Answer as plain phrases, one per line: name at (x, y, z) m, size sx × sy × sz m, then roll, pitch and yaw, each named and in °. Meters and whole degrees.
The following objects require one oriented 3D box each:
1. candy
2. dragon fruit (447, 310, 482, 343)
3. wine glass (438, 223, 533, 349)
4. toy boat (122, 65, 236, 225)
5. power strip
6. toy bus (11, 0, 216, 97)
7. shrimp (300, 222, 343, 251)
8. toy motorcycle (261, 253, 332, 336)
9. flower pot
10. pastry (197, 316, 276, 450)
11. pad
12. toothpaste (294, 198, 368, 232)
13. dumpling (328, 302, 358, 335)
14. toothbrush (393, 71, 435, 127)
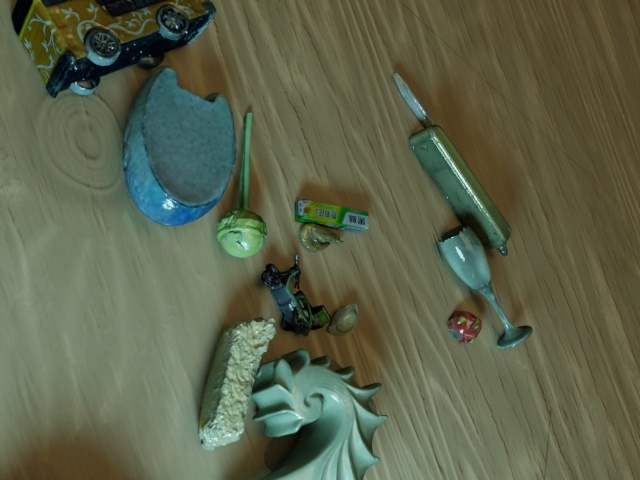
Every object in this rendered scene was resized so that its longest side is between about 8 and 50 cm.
candy at (-0.152, -0.122, 1.489) m, size 0.092 × 0.093 × 0.335 m, roll 28°, pitch 54°, yaw -42°
dragon fruit at (0.347, 0.208, 1.753) m, size 0.083 × 0.060 × 0.056 m, roll 54°, pitch 50°, yaw -13°
wine glass at (0.453, 0.069, 1.844) m, size 0.264 × 0.096 × 0.309 m, roll -36°, pitch 97°, yaw -35°
toy boat at (-0.278, -0.169, 1.403) m, size 0.215 × 0.123 × 0.330 m, roll 23°, pitch 53°, yaw -37°
power strip at (0.361, -0.118, 1.837) m, size 0.066 × 0.092 × 0.387 m, roll -43°, pitch 103°, yaw -33°
toy bus at (-0.375, -0.410, 1.354) m, size 0.323 × 0.162 × 0.194 m, roll -34°, pitch 95°, yaw -35°
shrimp at (0.000, 0.000, 1.590) m, size 0.108 × 0.023 × 0.059 m, roll 22°, pitch 74°, yaw -29°
toy motorcycle at (-0.054, 0.113, 1.497) m, size 0.100 × 0.058 × 0.173 m, roll -37°, pitch 100°, yaw -44°
flower pot at (-0.026, 0.397, 1.354) m, size 0.254 × 0.164 × 0.367 m, roll 26°, pitch 58°, yaw -23°
pastry at (-0.155, 0.248, 1.343) m, size 0.089 × 0.121 × 0.258 m, roll 30°, pitch 60°, yaw -31°
pad at (0.007, 0.388, 1.493) m, size 0.176 × 0.002 × 0.266 m, roll 48°, pitch 55°, yaw -15°
toothpaste at (0.025, -0.053, 1.613) m, size 0.178 × 0.037 × 0.043 m, roll 10°, pitch 70°, yaw -33°
dumpling at (0.054, 0.172, 1.567) m, size 0.077 × 0.043 × 0.059 m, roll -59°, pitch 134°, yaw -35°
toothbrush at (0.293, -0.270, 1.873) m, size 0.375 × 0.028 × 0.037 m, roll 52°, pitch 48°, yaw -12°
